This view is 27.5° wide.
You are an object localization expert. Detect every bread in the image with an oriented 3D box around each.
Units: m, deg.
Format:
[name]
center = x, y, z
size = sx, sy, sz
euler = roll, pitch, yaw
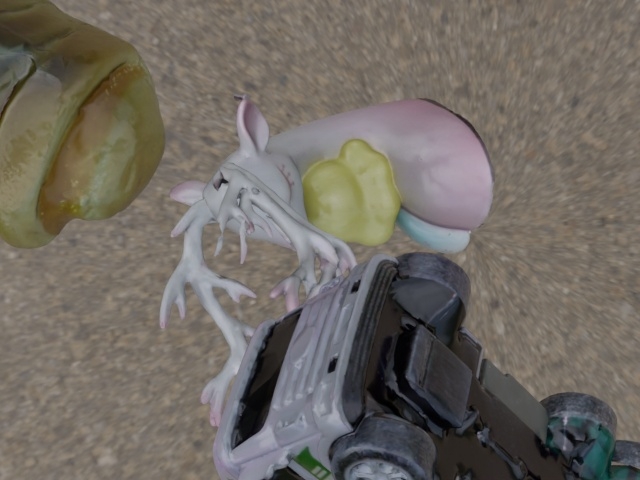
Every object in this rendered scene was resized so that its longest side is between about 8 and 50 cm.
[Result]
[bread]
center = -0.361, -0.160, 1.620
size = 0.341, 0.210, 0.300
euler = 35, 70, 27

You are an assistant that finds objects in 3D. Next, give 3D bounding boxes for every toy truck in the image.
[toy truck]
center = 0.052, 0.110, 0.537
size = 0.116, 0.110, 0.216
euler = -26, 123, 37

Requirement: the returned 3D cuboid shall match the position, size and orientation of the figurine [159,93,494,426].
[figurine]
center = 0.002, -0.011, 1.185
size = 0.315, 0.206, 0.284
euler = -12, 63, -23
